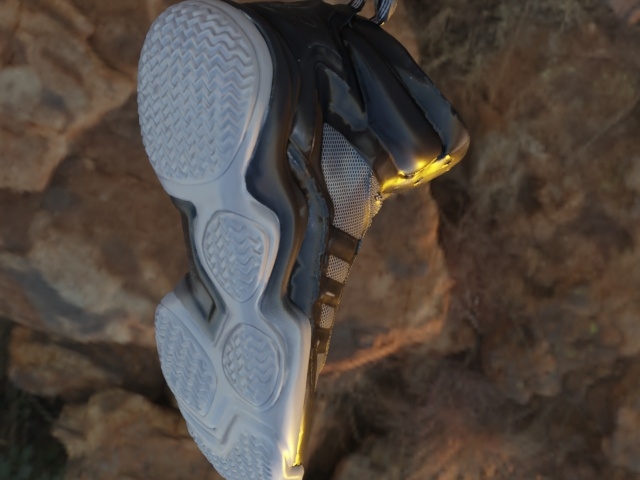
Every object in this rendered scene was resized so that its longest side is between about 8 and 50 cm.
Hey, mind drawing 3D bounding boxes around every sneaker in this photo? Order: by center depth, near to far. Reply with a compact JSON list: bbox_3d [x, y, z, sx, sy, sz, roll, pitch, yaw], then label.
[{"bbox_3d":[0.000,0.000,0.641,0.101,0.153,0.269,27,130,44],"label":"sneaker"}]
